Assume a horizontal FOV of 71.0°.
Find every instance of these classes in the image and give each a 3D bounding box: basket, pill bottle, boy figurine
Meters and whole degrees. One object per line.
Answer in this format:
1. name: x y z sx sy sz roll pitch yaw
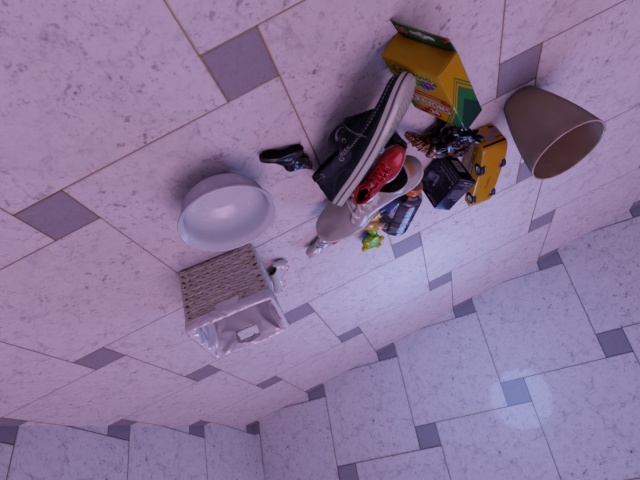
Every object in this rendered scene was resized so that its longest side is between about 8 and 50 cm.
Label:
1. basket: -0.334 0.238 1.723 0.328 0.267 0.331 -22 149 -5
2. pill bottle: 0.316 -0.139 1.744 0.130 0.131 0.246 -11 147 -21
3. boy figurine: 0.185 -0.111 1.676 0.285 0.177 0.092 -33 178 36

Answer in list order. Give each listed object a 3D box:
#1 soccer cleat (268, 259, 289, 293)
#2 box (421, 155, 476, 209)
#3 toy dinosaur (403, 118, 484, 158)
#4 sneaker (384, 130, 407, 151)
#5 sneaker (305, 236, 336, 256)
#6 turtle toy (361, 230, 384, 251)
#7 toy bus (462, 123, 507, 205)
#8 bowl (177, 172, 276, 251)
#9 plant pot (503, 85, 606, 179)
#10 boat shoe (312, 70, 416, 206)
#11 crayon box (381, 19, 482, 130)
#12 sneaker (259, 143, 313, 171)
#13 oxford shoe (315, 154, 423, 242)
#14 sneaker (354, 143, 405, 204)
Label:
1. soccer cleat: -0.187 0.152 1.898 0.076 0.068 0.196 -4 136 -22
2. box: 0.472 -0.225 1.700 0.093 0.156 0.158 2 140 -35
3. toy dinosaur: 0.420 -0.337 1.522 0.321 0.164 0.218 -28 173 -39
4. sneaker: 0.254 -0.307 1.496 0.058 0.085 0.152 -27 149 3
5. sneaker: 0.000 0.000 1.818 0.161 0.057 0.075 -29 132 9
6. turtle toy: 0.220 -0.012 1.928 0.095 0.066 0.130 -14 146 -21
7. toy bus: 0.626 -0.280 1.750 0.108 0.130 0.333 -22 148 -6
8. bowl: -0.295 -0.108 1.365 0.297 0.134 0.298 -18 149 -11
9. plant pot: 0.761 -0.394 1.537 0.256 0.274 0.257 -18 148 -12
10. boat shoe: 0.107 -0.290 1.302 0.187 0.156 0.500 -53 179 -37
11. crayon box: 0.297 -0.439 1.213 0.081 0.202 0.318 -53 143 4
12. sneaker: -0.104 -0.241 1.376 0.170 0.051 0.089 -18 143 -18
13. oxford shoe: 0.146 -0.147 1.549 0.449 0.169 0.130 -34 167 25
14. sneaker: 0.182 -0.191 1.380 0.221 0.087 0.128 -56 -179 22
